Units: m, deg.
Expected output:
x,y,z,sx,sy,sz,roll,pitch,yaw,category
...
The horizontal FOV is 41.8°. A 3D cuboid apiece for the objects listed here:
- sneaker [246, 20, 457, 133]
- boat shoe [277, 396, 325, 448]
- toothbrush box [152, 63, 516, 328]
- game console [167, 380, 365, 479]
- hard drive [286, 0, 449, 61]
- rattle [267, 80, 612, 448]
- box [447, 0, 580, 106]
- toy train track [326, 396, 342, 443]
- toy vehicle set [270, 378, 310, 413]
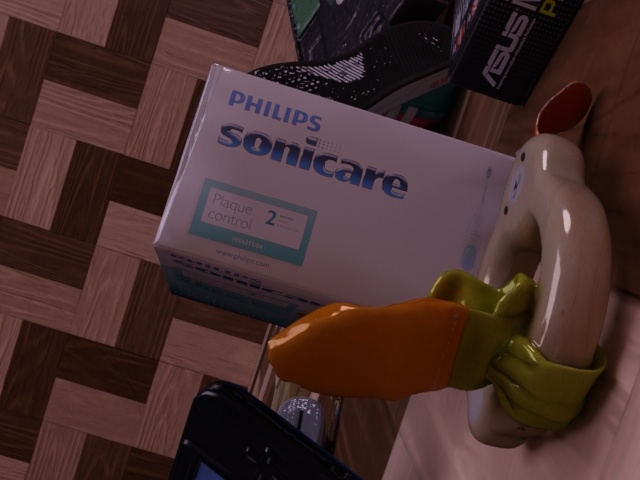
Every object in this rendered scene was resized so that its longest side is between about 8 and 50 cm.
x,y,z,sx,sy,sz,roll,pitch,yaw,category
0.015,-0.099,0.848,0.124,0.296,0.178,47,149,34,sneaker
-0.030,0.278,0.906,0.226,0.083,0.075,-69,-19,-46,boat shoe
0.000,0.000,0.643,0.295,0.216,0.126,133,154,-76,toothbrush box
-0.054,0.287,0.543,0.173,0.250,0.293,-35,-27,-50,game console
0.042,-0.340,1.075,0.237,0.064,0.338,-49,42,43,hard drive
0.066,-0.007,0.418,0.130,0.143,0.199,76,-160,-62,rattle
0.167,-0.264,0.626,0.216,0.060,0.270,112,174,-45,box
0.015,0.193,0.969,0.048,0.014,0.083,114,172,-53,toy train track
-0.032,0.202,1.351,0.166,0.035,0.266,-80,9,-58,toy vehicle set
